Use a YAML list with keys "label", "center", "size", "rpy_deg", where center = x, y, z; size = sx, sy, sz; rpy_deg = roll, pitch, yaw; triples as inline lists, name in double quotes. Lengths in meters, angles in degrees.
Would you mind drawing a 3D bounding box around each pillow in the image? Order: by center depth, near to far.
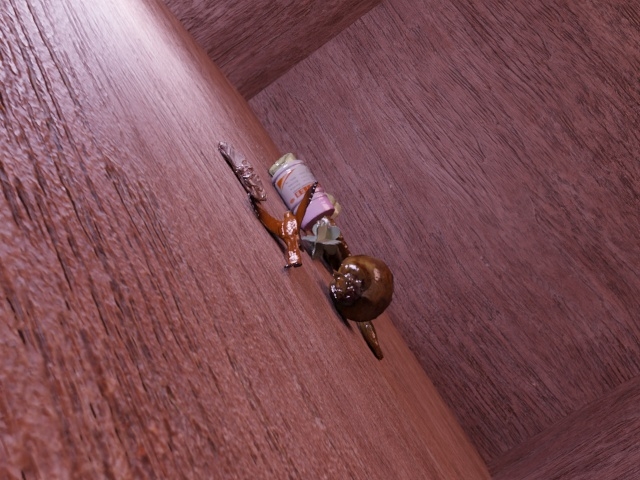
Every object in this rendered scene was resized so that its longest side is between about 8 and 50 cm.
- label: "pillow"
  center: [-0.269, -0.247, 1.457]
  size: [0.248, 0.049, 0.135]
  rpy_deg: [54, 14, 4]

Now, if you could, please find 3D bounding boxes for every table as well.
- label: "table"
  center: [0.000, 0.000, 1.835]
  size: [0.167, 0.166, 0.198]
  rpy_deg: [56, 14, 4]

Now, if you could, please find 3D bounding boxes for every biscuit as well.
- label: "biscuit"
  center: [0.064, 0.032, 2.104]
  size: [0.268, 0.115, 0.366]
  rpy_deg: [61, -4, 13]

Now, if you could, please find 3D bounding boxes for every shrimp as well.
- label: "shrimp"
  center: [0.220, 0.410, 1.810]
  size: [0.173, 0.058, 0.253]
  rpy_deg: [61, 4, -41]

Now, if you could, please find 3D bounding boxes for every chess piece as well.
- label: "chess piece"
  center: [-0.095, -0.285, 2.370]
  size: [0.442, 0.234, 0.234]
  rpy_deg: [48, 8, -21]

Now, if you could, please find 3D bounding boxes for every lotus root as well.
- label: "lotus root"
  center: [0.144, 0.177, 1.588]
  size: [0.272, 0.272, 0.192]
  rpy_deg: [58, 16, 20]

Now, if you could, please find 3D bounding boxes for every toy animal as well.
- label: "toy animal"
  center: [-0.080, -0.006, 1.337]
  size: [0.302, 0.225, 0.284]
  rpy_deg: [72, 6, -69]

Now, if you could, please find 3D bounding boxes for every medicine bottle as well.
- label: "medicine bottle"
  center: [-0.087, -0.230, 2.104]
  size: [0.316, 0.202, 0.202]
  rpy_deg: [56, 6, 11]
